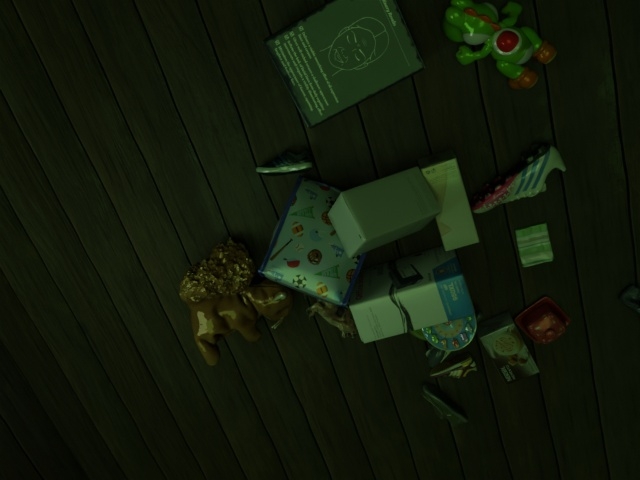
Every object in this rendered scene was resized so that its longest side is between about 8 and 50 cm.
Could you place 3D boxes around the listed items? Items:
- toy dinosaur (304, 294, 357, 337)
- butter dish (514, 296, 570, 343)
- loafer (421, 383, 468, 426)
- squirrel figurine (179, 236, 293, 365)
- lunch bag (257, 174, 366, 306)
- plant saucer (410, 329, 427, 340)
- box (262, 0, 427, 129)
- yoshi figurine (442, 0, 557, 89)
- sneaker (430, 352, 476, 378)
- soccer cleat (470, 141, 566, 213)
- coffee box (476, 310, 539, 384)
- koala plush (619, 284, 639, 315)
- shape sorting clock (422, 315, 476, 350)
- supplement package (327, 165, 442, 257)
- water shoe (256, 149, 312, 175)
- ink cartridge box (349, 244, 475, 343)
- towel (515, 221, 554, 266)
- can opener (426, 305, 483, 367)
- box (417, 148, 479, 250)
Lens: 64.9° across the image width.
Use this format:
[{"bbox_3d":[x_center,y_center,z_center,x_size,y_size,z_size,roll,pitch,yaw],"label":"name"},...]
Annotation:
[{"bbox_3d":[0.043,0.220,1.927,0.200,0.127,0.296,-7,100,1],"label":"toy dinosaur"},{"bbox_3d":[0.842,0.321,1.879,0.160,0.118,0.160,43,110,-12],"label":"butter dish"},{"bbox_3d":[0.502,0.694,2.083,0.251,0.094,0.087,41,106,-11],"label":"loafer"},{"bbox_3d":[-0.302,0.200,1.876,0.370,0.281,0.397,-19,112,7],"label":"squirrel figurine"},{"bbox_3d":[0.000,0.000,1.763,0.327,0.239,0.385,21,82,-5],"label":"lunch bag"},{"bbox_3d":[0.439,0.299,1.957,0.241,0.037,0.241,2,112,5],"label":"plant saucer"},{"bbox_3d":[0.076,-0.572,1.537,0.395,0.212,0.293,-24,108,16],"label":"box"},{"bbox_3d":[0.513,-0.617,1.523,0.362,0.204,0.203,26,154,-20],"label":"yoshi figurine"},{"bbox_3d":[0.535,0.528,2.024,0.185,0.069,0.084,-27,102,17],"label":"sneaker"},{"bbox_3d":[0.666,-0.178,1.690,0.143,0.116,0.331,44,110,-12],"label":"soccer cleat"},{"bbox_3d":[0.720,0.415,1.941,0.141,0.098,0.246,-27,107,16],"label":"coffee box"},{"bbox_3d":[1.233,0.209,1.765,0.196,0.203,0.221,40,99,-11],"label":"koala plush"},{"bbox_3d":[0.473,0.306,1.869,0.206,0.040,0.206,-5,80,27],"label":"shape sorting clock"},{"bbox_3d":[0.203,-0.092,1.631,0.293,0.177,0.175,-21,76,-21],"label":"supplement package"},{"bbox_3d":[-0.127,-0.275,1.772,0.203,0.073,0.080,-4,86,8],"label":"water shoe"},{"bbox_3d":[0.313,0.182,1.786,0.395,0.285,0.166,-18,108,13],"label":"ink cartridge box"},{"bbox_3d":[0.770,0.018,1.811,0.113,0.023,0.152,-16,110,11],"label":"towel"},{"bbox_3d":[0.508,0.372,1.908,0.076,0.095,0.283,32,113,-8],"label":"can opener"},{"bbox_3d":[0.437,-0.138,1.717,0.121,0.148,0.311,-17,109,13],"label":"box"}]
